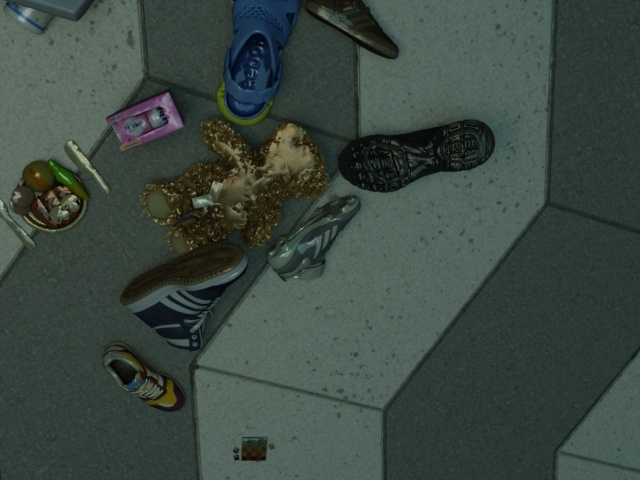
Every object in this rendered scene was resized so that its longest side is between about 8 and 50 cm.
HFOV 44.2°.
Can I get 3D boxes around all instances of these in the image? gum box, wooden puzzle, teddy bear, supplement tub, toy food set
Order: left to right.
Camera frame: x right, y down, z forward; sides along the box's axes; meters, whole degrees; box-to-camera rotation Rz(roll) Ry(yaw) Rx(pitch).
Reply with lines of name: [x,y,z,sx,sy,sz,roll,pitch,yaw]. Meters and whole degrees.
supplement tub: [-0.462,-0.400,1.296,0.071,0.071,0.107,35,96,-15]
toy food set: [-0.478,-0.074,1.386,0.192,0.038,0.132,-37,106,1]
gum box: [-0.286,-0.202,1.309,0.107,0.188,0.062,-24,105,-4]
teddy bear: [-0.153,-0.093,1.412,0.245,0.113,0.338,44,101,-10]
wooden puzzle: [-0.133,0.416,1.574,0.083,0.006,0.049,3,103,-10]

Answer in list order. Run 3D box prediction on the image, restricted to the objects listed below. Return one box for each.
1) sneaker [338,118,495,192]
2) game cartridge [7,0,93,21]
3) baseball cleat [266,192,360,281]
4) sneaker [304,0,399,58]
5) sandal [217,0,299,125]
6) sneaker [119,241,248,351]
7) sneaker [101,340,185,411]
sneaker: [0.176,-0.154,1.440,0.287,0.130,0.109,-6,98,15]
game cartridge: [-0.417,-0.501,1.243,0.198,0.062,0.297,16,79,-16]
baseball cleat: [0.000,0.000,1.475,0.206,0.072,0.109,-33,120,4]
sneaker: [0.068,-0.389,1.386,0.188,0.066,0.071,28,96,-15]
sandal: [-0.101,-0.349,1.334,0.126,0.138,0.317,5,100,-9]
sneaker: [-0.207,0.104,1.391,0.282,0.099,0.153,-19,123,32]
sneaker: [-0.331,0.267,1.467,0.185,0.084,0.069,40,94,-15]
